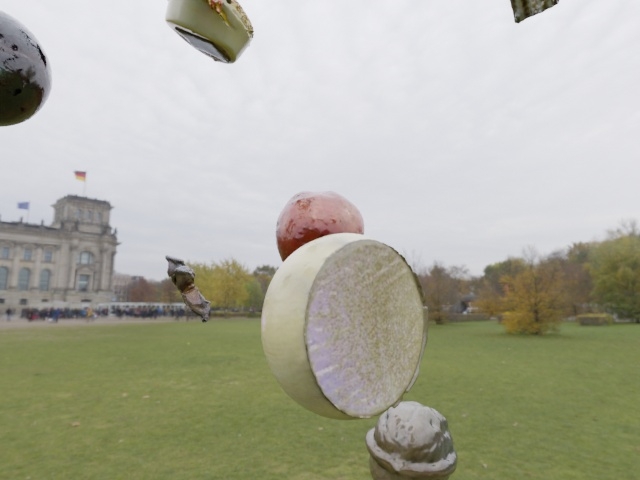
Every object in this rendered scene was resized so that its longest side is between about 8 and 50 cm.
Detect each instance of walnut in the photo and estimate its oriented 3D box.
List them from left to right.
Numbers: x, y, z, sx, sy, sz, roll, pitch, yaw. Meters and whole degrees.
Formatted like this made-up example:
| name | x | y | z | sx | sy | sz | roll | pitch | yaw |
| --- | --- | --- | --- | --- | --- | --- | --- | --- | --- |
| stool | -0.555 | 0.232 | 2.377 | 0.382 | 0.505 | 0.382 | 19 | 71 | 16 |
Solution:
| name | x | y | z | sx | sy | sz | roll | pitch | yaw |
| --- | --- | --- | --- | --- | --- | --- | --- | --- | --- |
| walnut | 0.201 | 0.476 | 0.937 | 0.225 | 0.223 | 0.224 | 0 | -9 | 0 |

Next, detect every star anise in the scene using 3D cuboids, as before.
| name | x | y | z | sx | sy | sz | roll | pitch | yaw |
| --- | --- | --- | --- | --- | --- | --- | --- | --- | --- |
| star anise | -0.387 | 0.127 | 1.194 | 0.063 | 0.207 | 0.172 | -33 | 25 | -23 |

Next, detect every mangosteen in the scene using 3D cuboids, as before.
| name | x | y | z | sx | sy | sz | roll | pitch | yaw |
| --- | --- | --- | --- | --- | --- | --- | --- | --- | --- |
| mangosteen | -0.629 | -0.315 | 0.779 | 0.217 | 0.215 | 0.216 | 0 | -9 | 0 |

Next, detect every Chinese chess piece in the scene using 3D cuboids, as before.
| name | x | y | z | sx | sy | sz | roll | pitch | yaw |
| --- | --- | --- | --- | --- | --- | --- | --- | --- | --- |
| Chinese chess piece | 0.043 | 0.123 | 0.616 | 0.270 | 0.269 | 0.112 | 8 | -12 | -41 |

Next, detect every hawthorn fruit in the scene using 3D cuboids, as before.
| name | x | y | z | sx | sy | sz | roll | pitch | yaw |
| --- | --- | --- | --- | --- | --- | --- | --- | --- | --- |
| hawthorn fruit | 0.000 | 0.000 | 0.924 | 0.206 | 0.204 | 0.253 | 1 | 34 | -8 |

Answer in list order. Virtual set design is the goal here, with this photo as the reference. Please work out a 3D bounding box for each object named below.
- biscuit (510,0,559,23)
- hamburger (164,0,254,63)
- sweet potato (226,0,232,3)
| name | x | y | z | sx | sy | sz | roll | pitch | yaw |
| --- | --- | --- | --- | --- | --- | --- | --- | --- | --- |
| biscuit | 0.369 | -0.456 | 0.719 | 0.070 | 0.106 | 0.252 | -13 | 24 | 35 |
| hamburger | -0.349 | -0.705 | 1.321 | 0.276 | 0.178 | 0.294 | 28 | 3 | 18 |
| sweet potato | -0.340 | -0.764 | 1.051 | 0.096 | 0.106 | 0.355 | 9 | -6 | 32 |
